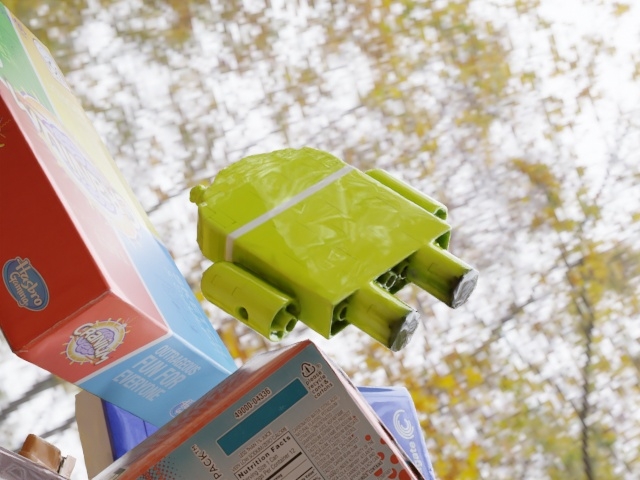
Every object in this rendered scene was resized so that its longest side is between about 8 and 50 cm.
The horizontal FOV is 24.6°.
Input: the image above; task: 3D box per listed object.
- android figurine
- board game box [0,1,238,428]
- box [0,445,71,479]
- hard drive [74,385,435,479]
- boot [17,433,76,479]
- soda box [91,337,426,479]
[{"bbox_3d":[0.000,0.000,1.333,0.273,0.248,0.056,30,-46,29],"label":"android figurine"},{"bbox_3d":[-0.182,-0.041,0.933,0.316,0.064,0.242,57,3,23],"label":"board game box"},{"bbox_3d":[-0.346,0.157,0.833,0.381,0.191,0.143,-2,-117,42],"label":"box"},{"bbox_3d":[-0.026,0.211,1.112,0.040,0.319,0.210,-34,-118,39],"label":"hard drive"},{"bbox_3d":[-0.373,0.304,1.768,0.073,0.197,0.152,12,-108,24],"label":"boot"},{"bbox_3d":[-0.061,0.098,0.325,0.058,0.183,0.063,54,-16,-1],"label":"soda box"}]
